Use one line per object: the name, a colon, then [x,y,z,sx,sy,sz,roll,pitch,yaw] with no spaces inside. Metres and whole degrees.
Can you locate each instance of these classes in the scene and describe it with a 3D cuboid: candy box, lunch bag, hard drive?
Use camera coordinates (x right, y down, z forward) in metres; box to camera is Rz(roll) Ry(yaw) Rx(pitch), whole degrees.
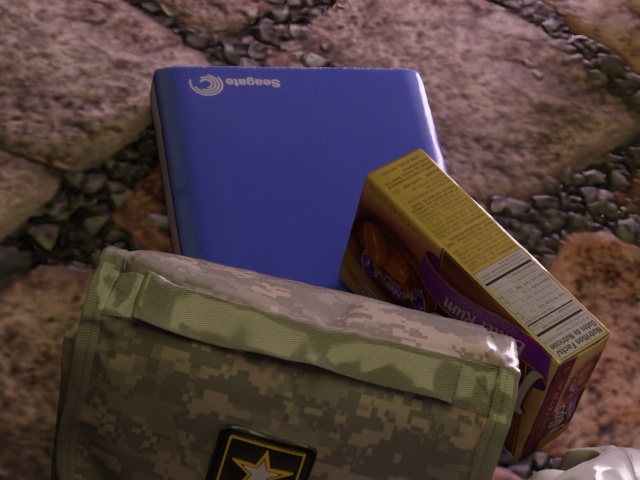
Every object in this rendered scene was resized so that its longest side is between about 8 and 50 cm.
candy box: [0.097,0.042,1.291,0.053,0.109,0.187,-26,60,-31]
lunch bag: [-0.027,0.106,1.123,0.235,0.287,0.169,15,70,-1]
hard drive: [0.000,0.000,1.407,0.210,0.040,0.319,-1,49,-14]

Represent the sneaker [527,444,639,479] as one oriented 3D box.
sneaker: [0.181,0.214,1.187,0.152,0.114,0.305,14,20,8]
